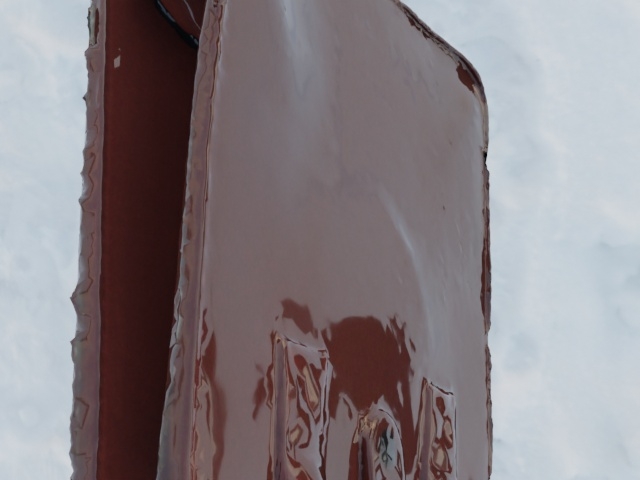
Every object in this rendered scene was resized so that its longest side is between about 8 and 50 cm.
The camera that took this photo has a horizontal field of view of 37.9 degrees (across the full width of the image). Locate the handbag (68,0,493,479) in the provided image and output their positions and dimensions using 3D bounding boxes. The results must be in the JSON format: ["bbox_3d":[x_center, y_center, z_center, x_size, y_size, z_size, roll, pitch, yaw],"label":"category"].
[{"bbox_3d":[0.001,-0.001,0.433,0.260,0.084,0.275,28,57,-54],"label":"handbag"}]
